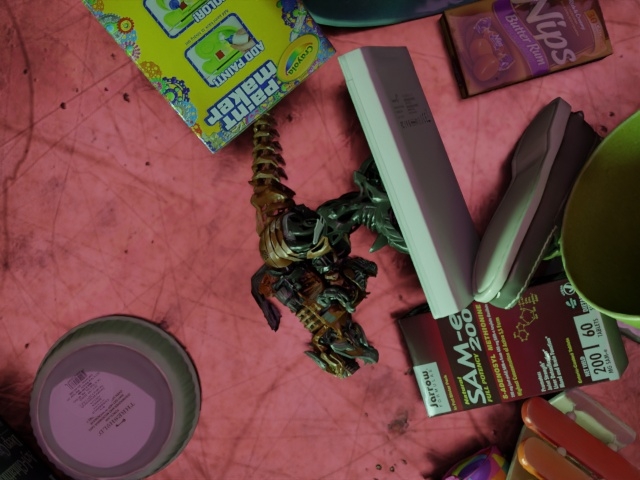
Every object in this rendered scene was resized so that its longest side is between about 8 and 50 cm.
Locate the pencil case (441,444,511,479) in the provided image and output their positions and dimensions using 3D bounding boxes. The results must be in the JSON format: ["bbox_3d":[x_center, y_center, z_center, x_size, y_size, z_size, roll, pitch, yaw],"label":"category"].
[{"bbox_3d":[0.232,0.364,1.501,0.104,0.104,0.236,-36,91,-1],"label":"pencil case"}]

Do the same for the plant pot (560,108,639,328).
[{"bbox_3d":[0.464,0.020,1.357,0.293,0.275,0.274,31,90,-33],"label":"plant pot"}]

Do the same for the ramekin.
[{"bbox_3d":[-0.250,0.197,1.481,0.207,0.109,0.207,0,91,-1],"label":"ramekin"}]

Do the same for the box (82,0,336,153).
[{"bbox_3d":[-0.168,-0.291,1.335,0.177,0.290,0.279,-40,123,-1],"label":"box"}]

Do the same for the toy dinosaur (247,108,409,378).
[{"bbox_3d":[0.000,0.000,1.472,0.218,0.164,0.322,-23,114,16],"label":"toy dinosaur"}]

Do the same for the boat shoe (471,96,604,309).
[{"bbox_3d":[0.261,-0.036,1.441,0.091,0.109,0.305,34,55,-11],"label":"boat shoe"}]

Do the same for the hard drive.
[{"bbox_3d":[0.116,-0.076,1.440,0.040,0.203,0.307,-20,92,20],"label":"hard drive"}]

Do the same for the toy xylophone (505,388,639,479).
[{"bbox_3d":[0.296,0.341,1.441,0.236,0.081,0.322,30,54,-22],"label":"toy xylophone"}]

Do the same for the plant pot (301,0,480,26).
[{"bbox_3d":[0.096,-0.457,1.386,0.341,0.341,0.334,-14,84,-1],"label":"plant pot"}]

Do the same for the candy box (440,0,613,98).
[{"bbox_3d":[0.251,-0.252,1.515,0.187,0.053,0.109,-17,91,-2],"label":"candy box"}]

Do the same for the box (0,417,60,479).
[{"bbox_3d":[-0.375,0.388,1.389,0.212,0.293,0.395,-43,92,0],"label":"box"}]

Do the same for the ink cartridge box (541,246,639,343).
[{"bbox_3d":[0.373,0.048,1.512,0.175,0.072,0.127,25,91,-2],"label":"ink cartridge box"}]

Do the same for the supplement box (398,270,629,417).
[{"bbox_3d":[0.227,0.120,1.464,0.239,0.073,0.130,-16,92,25],"label":"supplement box"}]
